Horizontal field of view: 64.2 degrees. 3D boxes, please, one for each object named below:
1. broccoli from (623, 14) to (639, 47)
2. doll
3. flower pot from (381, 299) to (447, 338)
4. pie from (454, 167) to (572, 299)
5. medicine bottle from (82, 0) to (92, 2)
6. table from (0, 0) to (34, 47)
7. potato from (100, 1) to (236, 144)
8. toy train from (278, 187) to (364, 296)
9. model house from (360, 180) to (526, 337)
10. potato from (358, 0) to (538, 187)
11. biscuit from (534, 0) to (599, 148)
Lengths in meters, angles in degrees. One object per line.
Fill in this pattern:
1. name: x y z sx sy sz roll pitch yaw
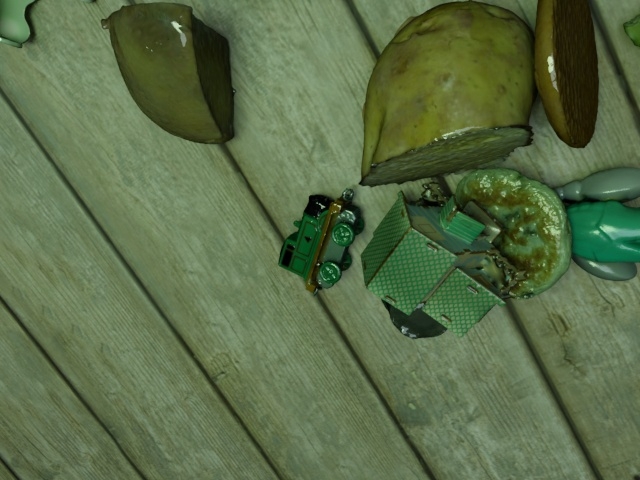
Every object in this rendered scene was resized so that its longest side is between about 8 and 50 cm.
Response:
1. broccoli: 0.599 -0.250 0.785 0.304 0.165 0.145 44 142 6
2. doll: 0.465 -0.042 0.877 0.258 0.153 0.195 32 130 14
3. flower pot: 0.193 0.115 0.978 0.157 0.107 0.158 2 109 6
4. pie: 0.317 -0.009 0.889 0.240 0.054 0.241 19 119 39
5. medicine bottle: -0.413 -0.466 0.886 0.052 0.052 0.089 21 111 0
6. table: -0.570 -0.455 0.867 0.166 0.166 0.198 21 103 1
7. potato: -0.264 -0.258 0.835 0.211 0.264 0.190 3 101 1
8. toy train: 0.000 0.000 0.974 0.136 0.091 0.228 20 111 12
9. model house: 0.175 0.015 0.827 0.271 0.206 0.178 56 129 29
10. potato: 0.183 -0.236 0.797 0.288 0.301 0.237 -10 85 -2
11. biscuit: 0.367 -0.265 0.755 0.037 0.262 0.262 -1 112 40
